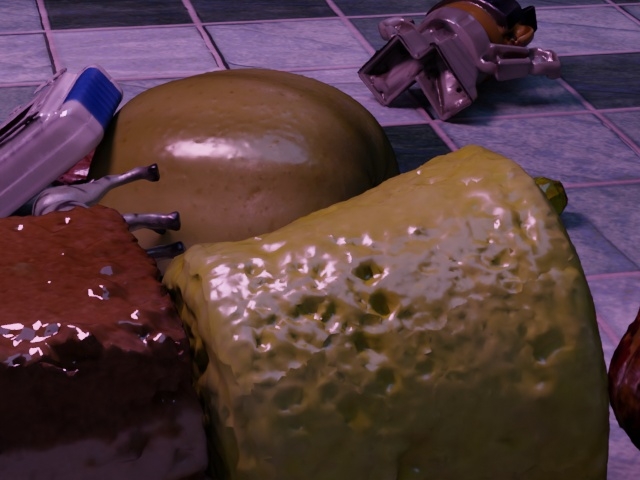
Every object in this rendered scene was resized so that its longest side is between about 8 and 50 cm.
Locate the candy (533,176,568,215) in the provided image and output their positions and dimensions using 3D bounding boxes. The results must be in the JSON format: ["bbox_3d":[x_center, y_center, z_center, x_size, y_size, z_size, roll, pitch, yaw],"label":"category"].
[{"bbox_3d":[0.213,-0.029,1.813,0.194,0.062,0.058,-20,76,-22],"label":"candy"}]

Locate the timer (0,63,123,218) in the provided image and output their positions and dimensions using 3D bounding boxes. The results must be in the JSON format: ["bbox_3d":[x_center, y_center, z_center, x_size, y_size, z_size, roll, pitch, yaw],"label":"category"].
[{"bbox_3d":[-0.347,-0.097,1.723,0.253,0.078,0.178,-36,19,18],"label":"timer"}]

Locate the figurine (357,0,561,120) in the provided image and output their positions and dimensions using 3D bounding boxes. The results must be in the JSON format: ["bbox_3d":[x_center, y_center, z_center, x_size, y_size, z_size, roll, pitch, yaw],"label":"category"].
[{"bbox_3d":[0.212,-0.287,2.235,0.308,0.143,0.308,8,42,-8],"label":"figurine"}]

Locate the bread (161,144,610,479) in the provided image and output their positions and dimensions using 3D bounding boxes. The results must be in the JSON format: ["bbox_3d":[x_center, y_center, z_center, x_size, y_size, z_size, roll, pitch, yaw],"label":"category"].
[{"bbox_3d":[0.047,0.110,1.164,0.307,0.348,0.348,-8,27,-15],"label":"bread"}]

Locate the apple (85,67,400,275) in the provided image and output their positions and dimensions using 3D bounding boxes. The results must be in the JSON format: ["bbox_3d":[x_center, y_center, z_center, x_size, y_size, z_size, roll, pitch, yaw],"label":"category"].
[{"bbox_3d":[-0.077,-0.057,1.750,0.360,0.312,0.320,3,65,19],"label":"apple"}]

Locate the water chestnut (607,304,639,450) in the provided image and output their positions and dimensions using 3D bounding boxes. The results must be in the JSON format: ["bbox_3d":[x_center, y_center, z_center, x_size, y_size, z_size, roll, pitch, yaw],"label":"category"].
[{"bbox_3d":[0.392,0.102,1.326,0.289,0.289,0.244,0,-8,-5],"label":"water chestnut"}]

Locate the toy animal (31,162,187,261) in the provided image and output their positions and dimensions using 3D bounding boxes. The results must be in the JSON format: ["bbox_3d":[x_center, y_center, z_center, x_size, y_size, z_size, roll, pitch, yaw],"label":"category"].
[{"bbox_3d":[-0.215,0.001,1.478,0.170,0.090,0.255,-3,22,3],"label":"toy animal"}]

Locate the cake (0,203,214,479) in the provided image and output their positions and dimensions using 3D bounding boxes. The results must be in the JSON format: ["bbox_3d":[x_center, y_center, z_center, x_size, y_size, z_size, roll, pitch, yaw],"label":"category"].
[{"bbox_3d":[-0.233,0.147,1.127,0.255,0.290,0.282,-6,26,-19],"label":"cake"}]

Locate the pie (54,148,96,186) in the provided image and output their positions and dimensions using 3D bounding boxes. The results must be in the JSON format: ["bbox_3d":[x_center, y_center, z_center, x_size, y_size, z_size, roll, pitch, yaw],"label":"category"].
[{"bbox_3d":[-0.283,-0.095,1.924,0.153,0.038,0.153,1,29,0],"label":"pie"}]
